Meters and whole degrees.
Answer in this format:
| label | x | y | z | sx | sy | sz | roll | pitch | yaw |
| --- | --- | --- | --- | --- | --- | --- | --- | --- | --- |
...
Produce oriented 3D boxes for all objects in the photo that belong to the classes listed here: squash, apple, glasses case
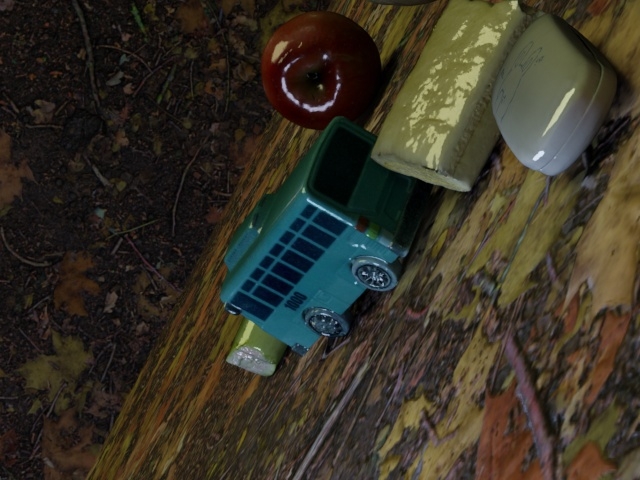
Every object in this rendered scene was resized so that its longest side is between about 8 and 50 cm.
| label | x | y | z | sx | sy | sz | roll | pitch | yaw |
| --- | --- | --- | --- | --- | --- | --- | --- | --- | --- |
| squash | -0.039 | 0.048 | 1.745 | 0.250 | 0.083 | 0.083 | -68 | 10 | -15 |
| apple | 0.000 | -0.254 | 2.088 | 0.181 | 0.181 | 0.168 | -59 | 11 | 17 |
| glasses case | 0.174 | -0.114 | 1.067 | 0.092 | 0.059 | 0.233 | -57 | 11 | 18 |

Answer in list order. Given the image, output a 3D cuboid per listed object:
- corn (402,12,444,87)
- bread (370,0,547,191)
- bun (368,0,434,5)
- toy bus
| label | x | y | z | sx | sy | sz | roll | pitch | yaw |
| --- | --- | --- | --- | --- | --- | --- | --- | --- | --- |
| corn | 0.124 | -0.163 | 1.475 | 0.068 | 0.068 | 0.207 | -49 | 16 | 56 |
| bread | 0.126 | -0.138 | 1.292 | 0.139 | 0.060 | 0.178 | 18 | 79 | 54 |
| bun | 0.118 | -0.412 | 1.832 | 0.237 | 0.210 | 0.116 | -49 | 7 | -12 |
| toy bus | 0.000 | 0.000 | 1.432 | 0.256 | 0.147 | 0.128 | -48 | 15 | 52 |
